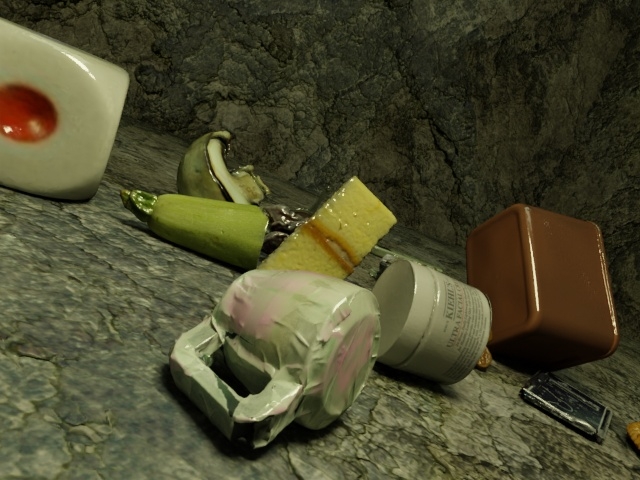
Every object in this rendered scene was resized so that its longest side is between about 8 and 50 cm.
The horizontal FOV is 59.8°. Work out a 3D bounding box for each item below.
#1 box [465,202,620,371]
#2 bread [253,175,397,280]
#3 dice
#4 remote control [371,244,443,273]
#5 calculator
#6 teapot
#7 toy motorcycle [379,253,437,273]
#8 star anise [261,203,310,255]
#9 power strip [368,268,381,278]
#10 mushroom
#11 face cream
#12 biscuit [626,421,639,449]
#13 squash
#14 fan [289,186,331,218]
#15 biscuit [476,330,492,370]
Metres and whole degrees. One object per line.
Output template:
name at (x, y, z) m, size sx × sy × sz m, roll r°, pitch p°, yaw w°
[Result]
box at (0.503, 0.108, 1.316) m, size 0.229 × 0.339 × 0.239 m, roll 16°, pitch -29°, yaw -20°
bread at (0.000, 0.000, 1.036) m, size 0.178 × 0.266 × 0.142 m, roll 36°, pitch -14°, yaw 29°
dice at (-0.552, -0.257, 1.072) m, size 0.304 × 0.277 × 0.304 m, roll 16°, pitch 10°, yaw -24°
remote control at (0.303, 0.068, 2.013) m, size 0.309 × 0.038 × 0.090 m, roll 20°, pitch 10°, yaw -20°
calculator at (0.503, 0.326, 1.130) m, size 0.166 × 0.028 × 0.274 m, roll 29°, pitch 11°, yaw 29°
teapot at (-0.051, 0.131, 0.634) m, size 0.178 × 0.221 × 0.163 m, roll 19°, pitch -33°, yaw 31°
toy motorcycle at (0.243, 0.086, 1.572) m, size 0.225 × 0.073 × 0.152 m, roll 17°, pitch 5°, yaw -25°
star anise at (-0.027, -0.014, 1.253) m, size 0.212 × 0.129 × 0.283 m, roll 4°, pitch 16°, yaw 25°
power strip at (0.179, 0.103, 1.600) m, size 0.090 × 0.016 × 0.040 m, roll 17°, pitch 11°, yaw -33°
mushroom at (-0.239, -0.100, 1.296) m, size 0.267 × 0.164 × 0.189 m, roll 55°, pitch 27°, yaw -19°
face cream at (0.173, 0.136, 0.929) m, size 0.153 × 0.177 × 0.177 m, roll 21°, pitch 10°, yaw -15°
biscuit at (0.698, 0.425, 1.038) m, size 0.254 × 0.035 × 0.254 m, roll 24°, pitch 10°, yaw -5°
squash at (-0.245, -0.034, 1.094) m, size 0.287 × 0.137 × 0.137 m, roll 14°, pitch 10°, yaw -1°
fan at (-0.035, -0.050, 1.361) m, size 0.132 × 0.220 × 0.009 m, roll 22°, pitch 33°, yaw -22°
biscuit at (0.264, 0.187, 1.170) m, size 0.205 × 0.031 × 0.138 m, roll 24°, pitch 43°, yaw -3°
